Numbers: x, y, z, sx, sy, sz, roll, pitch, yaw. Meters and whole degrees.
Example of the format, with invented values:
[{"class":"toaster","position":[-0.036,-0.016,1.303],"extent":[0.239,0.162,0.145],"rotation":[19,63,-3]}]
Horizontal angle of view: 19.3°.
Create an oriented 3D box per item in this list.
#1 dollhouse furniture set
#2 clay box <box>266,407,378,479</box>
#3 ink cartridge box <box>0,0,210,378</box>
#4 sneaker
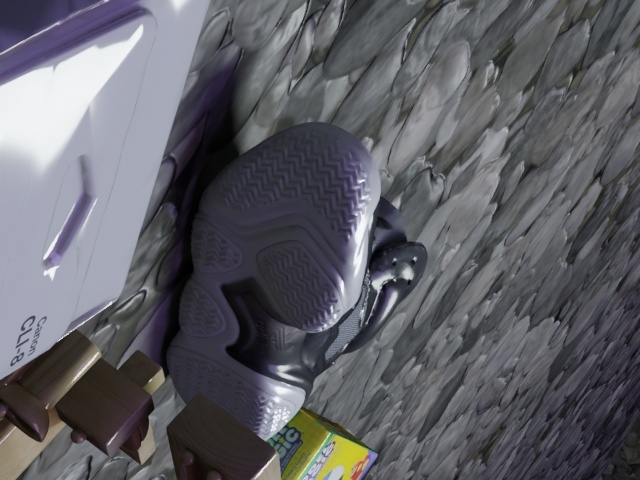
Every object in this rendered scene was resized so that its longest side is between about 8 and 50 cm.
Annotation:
[{"class":"dollhouse furniture set","position":[-0.115,0.133,0.944],"extent":[0.123,0.151,0.144],"rotation":[-47,160,-22]},{"class":"clay box","position":[-0.029,0.194,1.463],"extent":[0.127,0.053,0.222],"rotation":[-55,164,-1]},{"class":"ink cartridge box","position":[-0.139,-0.048,0.481],"extent":[0.127,0.176,0.128],"rotation":[-38,156,-45]},{"class":"sneaker","position":[0.000,0.000,1.100],"extent":[0.153,0.101,0.268],"rotation":[-42,165,-37]}]
